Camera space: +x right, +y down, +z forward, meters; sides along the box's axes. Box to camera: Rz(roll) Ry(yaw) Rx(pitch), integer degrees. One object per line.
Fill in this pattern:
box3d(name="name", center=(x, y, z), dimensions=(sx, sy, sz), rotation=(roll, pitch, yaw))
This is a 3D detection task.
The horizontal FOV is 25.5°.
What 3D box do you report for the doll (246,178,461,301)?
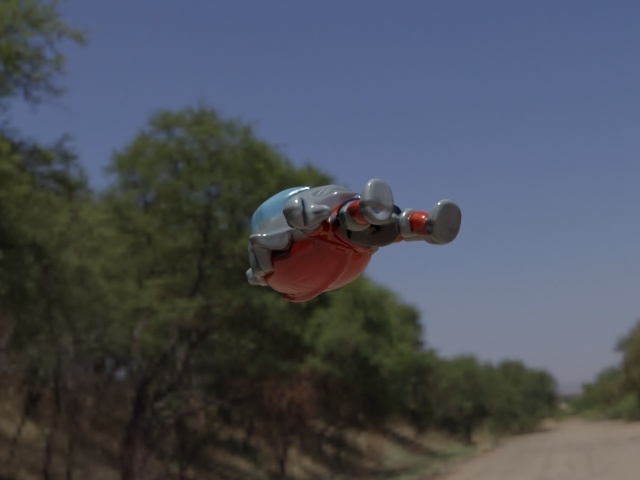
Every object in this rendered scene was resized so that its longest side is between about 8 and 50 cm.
box3d(name="doll", center=(0.000, -0.001, 0.489), dimensions=(0.057, 0.039, 0.114), rotation=(-27, 3, -32))
